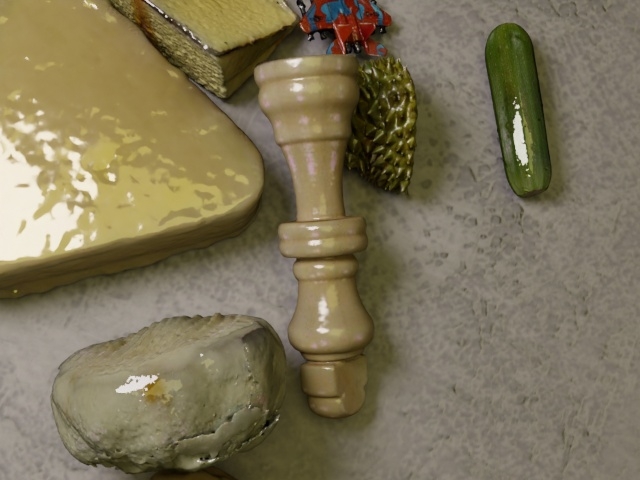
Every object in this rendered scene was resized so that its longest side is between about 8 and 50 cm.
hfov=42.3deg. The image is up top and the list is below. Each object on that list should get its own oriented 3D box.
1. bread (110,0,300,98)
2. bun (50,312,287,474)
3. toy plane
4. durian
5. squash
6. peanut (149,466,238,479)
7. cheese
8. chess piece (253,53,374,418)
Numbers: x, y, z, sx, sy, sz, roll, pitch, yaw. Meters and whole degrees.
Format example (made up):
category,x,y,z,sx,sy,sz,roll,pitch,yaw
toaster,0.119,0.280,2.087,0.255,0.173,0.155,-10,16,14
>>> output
category,x,y,z,sx,sy,sz,roll,pitch,yaw
bread,-0.151,-0.314,0.989,0.240,0.135,0.178,40,75,6
bun,-0.142,0.157,0.836,0.239,0.239,0.142,-15,100,-11
toy plane,0.018,-0.310,1.047,0.130,0.061,0.189,-12,67,-23
durian,0.050,-0.144,0.983,0.108,0.119,0.187,-5,78,-13
squash,0.249,-0.168,1.043,0.066,0.066,0.229,-5,79,-8
peanut,-0.065,0.338,0.834,0.291,0.159,0.143,42,38,4
cheese,-0.295,-0.081,0.930,0.383,0.104,0.384,2,77,-7
chess piece,0.000,0.000,0.921,0.117,0.117,0.398,-5,94,-9
